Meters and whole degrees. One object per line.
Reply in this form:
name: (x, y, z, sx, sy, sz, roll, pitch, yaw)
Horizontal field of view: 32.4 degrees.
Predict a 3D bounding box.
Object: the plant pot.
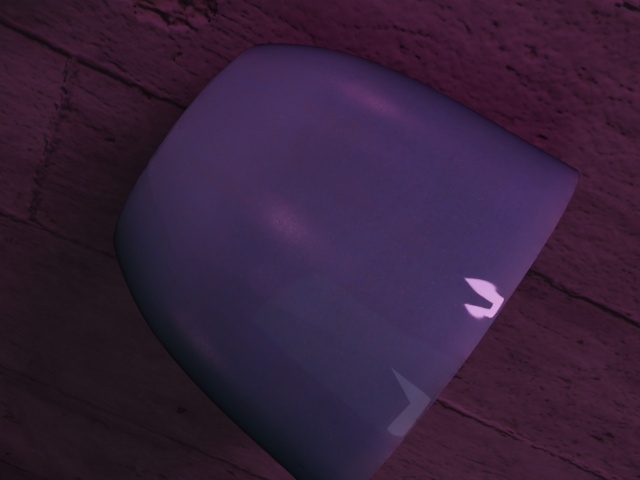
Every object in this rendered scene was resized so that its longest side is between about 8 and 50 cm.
plant pot: (0.000, 0.000, 0.782, 0.235, 0.293, 0.293, 37, 138, 3)
